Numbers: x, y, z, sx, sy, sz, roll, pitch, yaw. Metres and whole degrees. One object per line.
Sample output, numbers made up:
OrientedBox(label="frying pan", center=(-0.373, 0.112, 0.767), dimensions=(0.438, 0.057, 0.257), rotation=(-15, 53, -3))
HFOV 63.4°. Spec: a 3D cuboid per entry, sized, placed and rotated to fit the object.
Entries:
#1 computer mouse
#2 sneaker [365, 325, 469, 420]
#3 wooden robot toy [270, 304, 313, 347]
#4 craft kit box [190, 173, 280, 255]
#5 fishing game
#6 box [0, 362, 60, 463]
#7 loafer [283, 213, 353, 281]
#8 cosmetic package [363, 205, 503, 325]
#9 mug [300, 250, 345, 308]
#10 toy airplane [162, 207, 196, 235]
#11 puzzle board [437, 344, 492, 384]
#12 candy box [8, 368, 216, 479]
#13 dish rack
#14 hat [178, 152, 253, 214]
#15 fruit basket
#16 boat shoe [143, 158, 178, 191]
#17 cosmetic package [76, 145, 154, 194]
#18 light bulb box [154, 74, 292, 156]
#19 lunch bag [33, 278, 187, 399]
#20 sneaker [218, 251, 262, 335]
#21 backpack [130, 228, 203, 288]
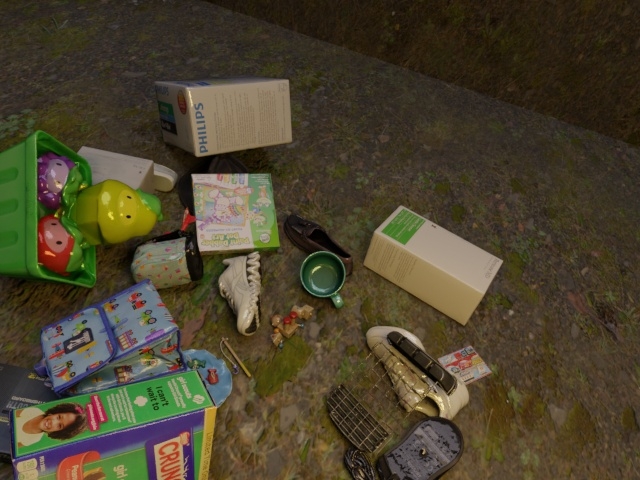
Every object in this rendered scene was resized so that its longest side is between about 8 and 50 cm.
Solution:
OrientedBox(label="computer mouse", center=(0.203, 0.501, 1.172), dimensions=(0.272, 0.072, 0.188), rotation=(-25, 53, -22))
OrientedBox(label="sneaker", center=(0.225, 0.335, 1.314), dimensions=(0.305, 0.114, 0.152), rotation=(38, 45, 23))
OrientedBox(label="wooden robot toy", center=(-0.096, 0.212, 1.392), dimensions=(0.079, 0.076, 0.173), rotation=(25, 41, 26))
OrientedBox(label="craft kit box", center=(-0.263, -0.084, 1.588), dimensions=(0.250, 0.061, 0.247), rotation=(-4, 77, -20))
OrientedBox(label="fishing game", center=(-0.302, 0.329, 1.225), dimensions=(0.264, 0.041, 0.189), rotation=(-17, 48, -31))
OrientedBox(label="box", center=(-0.633, 0.360, 1.079), dimensions=(0.232, 0.059, 0.183), rotation=(13, 43, -3))
OrientedBox(label="loafer", center=(0.000, 0.000, 1.622), dimensions=(0.109, 0.095, 0.302), rotation=(-23, 54, -35))
OrientedBox(label="cosmetic package", center=(0.344, 0.070, 1.606), dimensions=(0.365, 0.155, 0.197), rotation=(29, 43, 17))
OrientedBox(label="mug", center=(0.006, 0.117, 1.492), dimensions=(0.129, 0.097, 0.158), rotation=(4, 78, 1))
OrientedBox(label="toy airplane", center=(-0.411, -0.024, 1.522), dimensions=(0.028, 0.151, 0.151), rotation=(28, 27, -43))
OrientedBox(label="puzzle board", center=(0.399, 0.345, 1.432), dimensions=(0.128, 0.011, 0.096), rotation=(-14, 49, -28))
OrientedBox(label="candy box", center=(-0.362, 0.395, 0.930), dimensions=(0.317, 0.268, 0.122), rotation=(-8, 32, -31))
OrientedBox(label="dish rack", center=(0.155, 0.355, 1.213), dimensions=(0.271, 0.074, 0.208), rotation=(-45, 42, -8))
OrientedBox(label="hat", center=(-0.319, -0.205, 1.724), dimensions=(0.331, 0.134, 0.331), rotation=(8, 43, -7))
OrientedBox(label="fruit basket", center=(-0.613, -0.070, 1.317), dimensions=(0.392, 0.283, 0.392), rotation=(-1, 78, 7))
OrientedBox(label="boat shoe", center=(-0.585, -0.228, 1.721), dimensions=(0.227, 0.079, 0.081), rotation=(19, 33, -3))
OrientedBox(label="cosmetic package", center=(-0.648, -0.151, 1.567), dimensions=(0.224, 0.138, 0.225), rotation=(11, 44, -5))
OrientedBox(label="light bulb box", center=(-0.344, -0.452, 1.825), dimensions=(0.361, 0.225, 0.358), rotation=(-15, 25, -29))
OrientedBox(label="lunch bag", center=(-0.487, 0.239, 1.179), dimensions=(0.293, 0.138, 0.221), rotation=(-19, 38, -27))
OrientedBox(label="sneaker", center=(-0.218, 0.145, 1.409), dimensions=(0.118, 0.110, 0.292), rotation=(-1, 36, -6))
OrientedBox(label="backpack", center=(-0.418, 0.060, 1.405), dimensions=(0.182, 0.152, 0.115), rotation=(-7, 36, -6))
